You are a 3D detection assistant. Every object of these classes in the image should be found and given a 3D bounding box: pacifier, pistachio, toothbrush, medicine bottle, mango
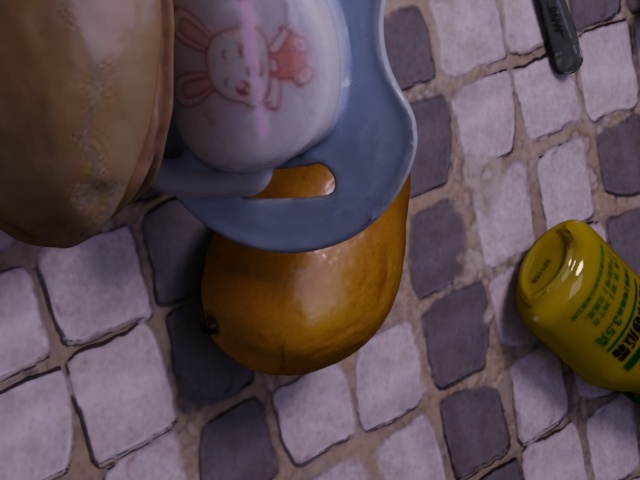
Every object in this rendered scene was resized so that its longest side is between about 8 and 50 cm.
[{"bbox_3d":[-0.032,-0.139,1.238,0.226,0.238,0.287,-29,112,-61],"label":"pacifier"},{"bbox_3d":[-0.176,-0.142,1.107,0.162,0.181,0.293,-27,117,-67],"label":"pistachio"},{"bbox_3d":[0.178,-0.279,1.506,0.030,0.030,0.297,-23,111,-10],"label":"toothbrush"},{"bbox_3d":[0.285,0.099,1.591,0.309,0.076,0.111,40,68,-36],"label":"medicine bottle"},{"bbox_3d":[0.000,0.000,1.317,0.147,0.109,0.227,37,68,-12],"label":"mango"}]
